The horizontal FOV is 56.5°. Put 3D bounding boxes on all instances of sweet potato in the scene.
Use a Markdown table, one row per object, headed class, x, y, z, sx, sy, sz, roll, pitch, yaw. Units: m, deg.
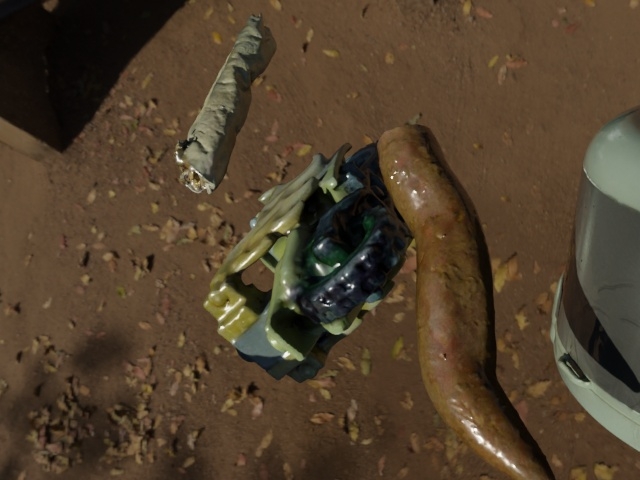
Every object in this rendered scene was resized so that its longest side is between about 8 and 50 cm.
| class | x | y | z | sx | sy | sz | roll | pitch | yaw |
| --- | --- | --- | --- | --- | --- | --- | --- | --- | --- |
| sweet potato | 0.097 | 0.047 | 0.430 | 0.067 | 0.059 | 0.281 | -11 | 70 | 4 |

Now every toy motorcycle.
| class | x | y | z | sx | sy | sz | roll | pitch | yaw |
| --- | --- | --- | --- | --- | --- | --- | --- | --- | --- |
| toy motorcycle | 0.000 | 0.000 | 0.705 | 0.168 | 0.410 | 0.237 | 42 | 108 | -12 |

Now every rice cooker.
| class | x | y | z | sx | sy | sz | roll | pitch | yaw |
| --- | --- | --- | --- | --- | --- | --- | --- | --- | --- |
| rice cooker | 0.349 | 0.036 | 0.489 | 0.288 | 0.288 | 0.277 | 10 | 121 | 25 |

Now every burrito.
| class | x | y | z | sx | sy | sz | roll | pitch | yaw |
| --- | --- | --- | --- | --- | --- | --- | --- | --- | --- |
| burrito | -0.072 | -0.117 | 0.489 | 0.041 | 0.045 | 0.186 | 14 | 62 | 5 |
